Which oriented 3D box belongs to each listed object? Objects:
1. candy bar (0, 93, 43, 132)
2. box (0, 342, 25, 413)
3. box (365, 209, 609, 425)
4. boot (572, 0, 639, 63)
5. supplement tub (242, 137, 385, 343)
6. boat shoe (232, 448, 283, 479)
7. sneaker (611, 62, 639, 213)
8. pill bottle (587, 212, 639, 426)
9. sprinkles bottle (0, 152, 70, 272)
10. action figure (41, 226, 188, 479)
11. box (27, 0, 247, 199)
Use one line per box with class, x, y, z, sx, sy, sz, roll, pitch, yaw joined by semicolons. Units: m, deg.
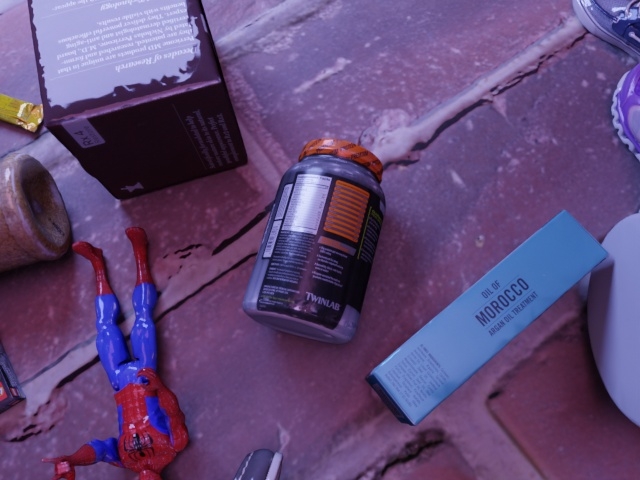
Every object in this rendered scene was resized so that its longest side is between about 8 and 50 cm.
candy bar;-0.424;-0.175;0.655;0.161;0.018;0.040;17;69;8
box;-0.392;0.161;0.536;0.137;0.027;0.094;-32;74;-9
box;0.157;0.078;0.511;0.244;0.100;0.060;-37;76;-10
boot;0.402;-0.273;0.629;0.069;0.086;0.190;-40;75;-11
supplement tub;0.000;0.000;0.533;0.117;0.117;0.190;14;72;6
boat shoe;-0.136;0.327;0.429;0.095;0.112;0.335;23;77;4
sneaker;0.399;-0.107;0.564;0.095;0.104;0.236;-3;70;2
pill bottle;0.467;0.071;0.439;0.392;0.224;0.224;1;71;2
sprinkles bottle;-0.461;0.011;0.539;0.355;0.121;0.121;-16;72;-4
action figure;-0.194;0.117;0.493;0.091;0.139;0.280;-17;74;-3
box;-0.195;-0.186;0.573;0.167;0.168;0.203;-17;72;-5
